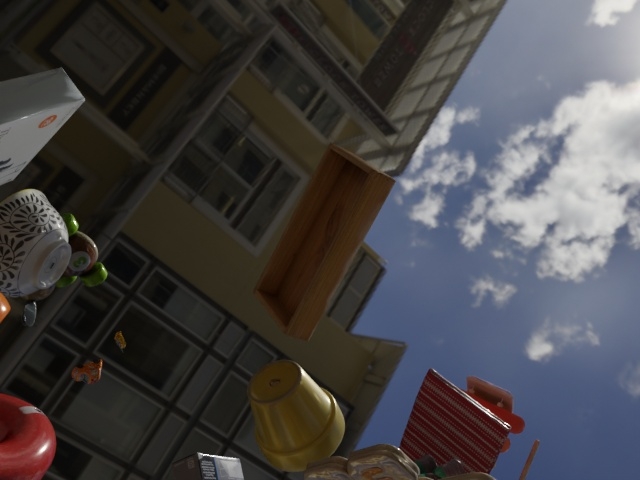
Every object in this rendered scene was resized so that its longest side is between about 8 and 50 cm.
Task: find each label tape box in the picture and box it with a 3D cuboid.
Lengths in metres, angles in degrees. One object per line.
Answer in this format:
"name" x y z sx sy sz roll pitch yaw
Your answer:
"label tape box" -0.305 0.815 1.837 0.106 0.241 0.333 -27 -121 14

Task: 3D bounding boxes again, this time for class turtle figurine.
"turtle figurine" 0.108 0.404 0.971 0.234 0.118 0.175 -14 -167 -27

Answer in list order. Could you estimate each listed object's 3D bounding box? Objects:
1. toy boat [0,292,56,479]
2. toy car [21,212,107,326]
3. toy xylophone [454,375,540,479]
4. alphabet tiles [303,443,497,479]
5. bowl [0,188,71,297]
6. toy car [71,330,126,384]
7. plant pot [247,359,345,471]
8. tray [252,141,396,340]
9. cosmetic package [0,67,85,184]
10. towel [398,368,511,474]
"toy boat" -0.277 0.096 0.434 0.151 0.231 0.151 19 -114 40
"toy car" -0.532 0.066 1.198 0.149 0.155 0.188 -3 -142 20
"toy xylophone" 0.351 0.478 1.402 0.236 0.081 0.322 13 -113 30
"alphabet tiles" 0.117 0.322 0.676 0.278 0.284 0.021 -33 -162 39
"bowl" -0.411 0.019 0.887 0.170 0.080 0.170 -64 176 -8
"toy car" -0.415 0.226 1.168 0.122 0.060 0.040 -50 -120 21
"plant pot" -0.087 0.475 1.759 0.254 0.239 0.254 -17 -150 10
"tray" 0.000 0.000 1.425 0.410 0.076 0.203 -61 -144 11
"cosmetic package" -0.723 -0.206 1.340 0.377 0.097 0.284 -31 -170 35
"towel" 0.267 0.415 1.285 0.199 0.274 0.031 34 -140 30
